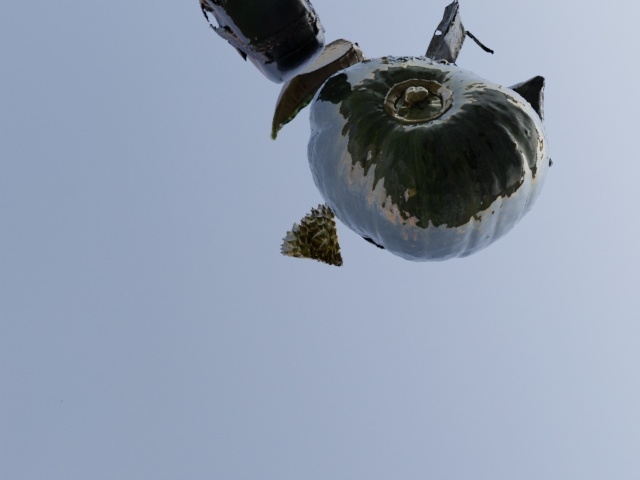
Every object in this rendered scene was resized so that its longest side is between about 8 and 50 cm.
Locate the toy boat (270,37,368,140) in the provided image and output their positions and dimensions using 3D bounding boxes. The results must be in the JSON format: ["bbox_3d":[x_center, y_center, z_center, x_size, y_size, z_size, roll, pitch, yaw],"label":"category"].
[{"bbox_3d":[-0.015,-0.337,1.510,0.293,0.108,0.099,-44,-40,-20],"label":"toy boat"}]

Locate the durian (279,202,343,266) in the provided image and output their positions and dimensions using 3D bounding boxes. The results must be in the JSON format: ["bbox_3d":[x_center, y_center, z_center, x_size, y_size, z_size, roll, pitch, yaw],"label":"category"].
[{"bbox_3d":[0.001,-0.001,1.491,0.132,0.165,0.182,42,-149,-2],"label":"durian"}]

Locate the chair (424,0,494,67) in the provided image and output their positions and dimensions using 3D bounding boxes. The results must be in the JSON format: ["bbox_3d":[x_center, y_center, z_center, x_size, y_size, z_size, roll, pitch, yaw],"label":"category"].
[{"bbox_3d":[0.301,-0.459,1.680,0.213,0.149,0.174,42,-114,-49],"label":"chair"}]

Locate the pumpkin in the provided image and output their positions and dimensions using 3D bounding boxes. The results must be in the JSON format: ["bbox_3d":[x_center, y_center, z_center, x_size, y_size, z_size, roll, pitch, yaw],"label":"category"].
[{"bbox_3d":[0.138,-0.121,0.983,0.291,0.258,0.328,-27,-128,-17],"label":"pumpkin"}]

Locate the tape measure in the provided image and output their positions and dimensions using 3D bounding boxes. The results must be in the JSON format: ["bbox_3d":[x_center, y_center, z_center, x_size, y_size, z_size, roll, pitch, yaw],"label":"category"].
[{"bbox_3d":[-0.089,-0.323,0.994,0.135,0.223,0.202,-38,-52,5],"label":"tape measure"}]

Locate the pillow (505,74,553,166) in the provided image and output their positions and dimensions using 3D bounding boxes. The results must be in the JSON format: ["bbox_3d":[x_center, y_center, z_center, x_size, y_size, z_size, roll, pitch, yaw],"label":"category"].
[{"bbox_3d":[0.344,-0.226,1.458,0.106,0.249,0.186,-3,-93,-59],"label":"pillow"}]
